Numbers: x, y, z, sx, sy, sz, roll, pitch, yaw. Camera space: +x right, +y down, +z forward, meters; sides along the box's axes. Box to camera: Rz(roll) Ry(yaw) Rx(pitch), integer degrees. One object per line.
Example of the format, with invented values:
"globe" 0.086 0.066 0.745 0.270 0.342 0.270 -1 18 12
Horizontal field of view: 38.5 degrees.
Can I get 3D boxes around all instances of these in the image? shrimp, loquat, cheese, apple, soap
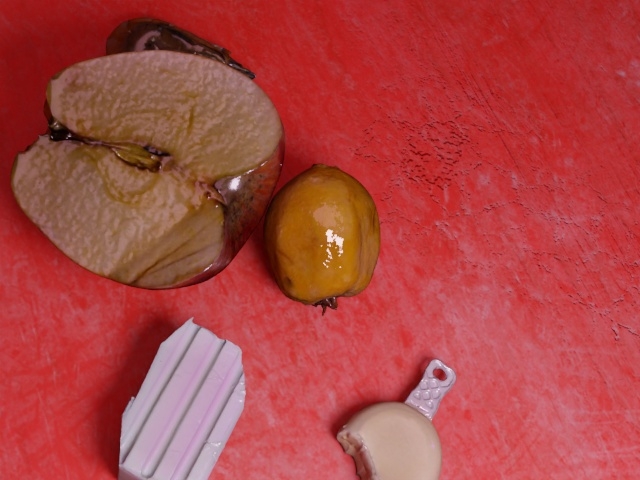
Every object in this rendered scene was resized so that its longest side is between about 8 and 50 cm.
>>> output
"shrimp" -0.243 -0.297 1.550 0.254 0.059 0.145 25 63 -1
"loquat" 0.000 0.000 1.391 0.187 0.176 0.234 -6 97 -46
"cheese" 0.137 0.295 1.348 0.249 0.071 0.163 -29 74 -26
"apple" -0.249 -0.105 1.329 0.365 0.295 0.329 18 33 3
"soap" -0.192 0.240 1.279 0.145 0.091 0.230 29 60 -3
